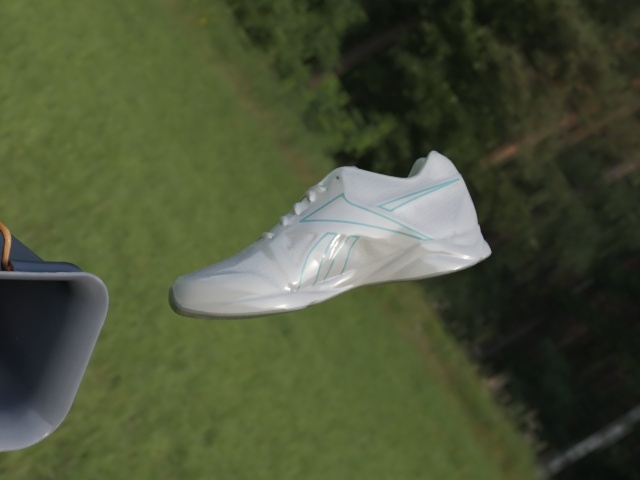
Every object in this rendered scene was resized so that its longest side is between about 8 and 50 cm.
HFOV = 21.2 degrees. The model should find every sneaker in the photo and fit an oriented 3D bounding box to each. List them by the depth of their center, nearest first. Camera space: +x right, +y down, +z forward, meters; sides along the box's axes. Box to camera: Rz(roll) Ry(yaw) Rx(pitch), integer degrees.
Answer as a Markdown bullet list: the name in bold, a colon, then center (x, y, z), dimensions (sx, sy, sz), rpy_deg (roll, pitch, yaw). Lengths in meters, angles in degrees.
- **sneaker**: center (0.000, 0.000, 0.797), dimensions (0.053, 0.152, 0.061), rpy_deg (171, -95, -79)

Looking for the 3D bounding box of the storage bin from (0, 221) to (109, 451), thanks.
- **storage bin**: center (-0.166, 0.020, 0.668), dimensions (0.135, 0.098, 0.091), rpy_deg (1, 30, -46)
